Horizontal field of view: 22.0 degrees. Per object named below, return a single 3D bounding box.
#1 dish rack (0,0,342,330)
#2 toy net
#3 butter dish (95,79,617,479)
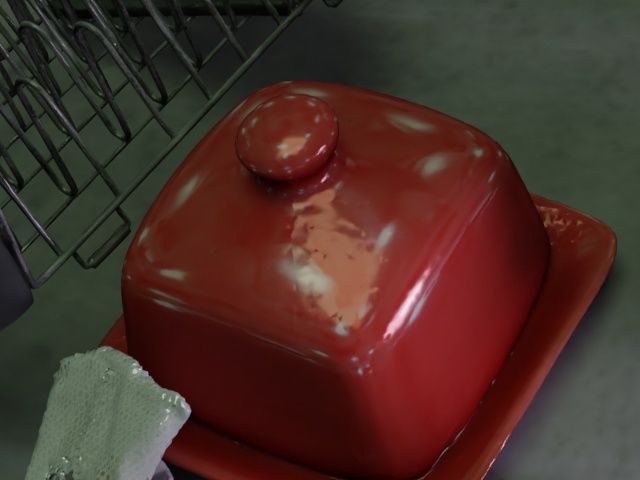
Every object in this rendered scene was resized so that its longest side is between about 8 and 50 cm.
[{"bbox_3d":[-0.113,-0.072,0.660,0.208,0.074,0.271,9,48,46],"label":"dish rack"},{"bbox_3d":[-0.058,0.138,0.508,0.122,0.045,0.232,-40,44,21],"label":"toy net"},{"bbox_3d":[0.000,0.000,0.569,0.160,0.118,0.160,18,54,29],"label":"butter dish"}]
